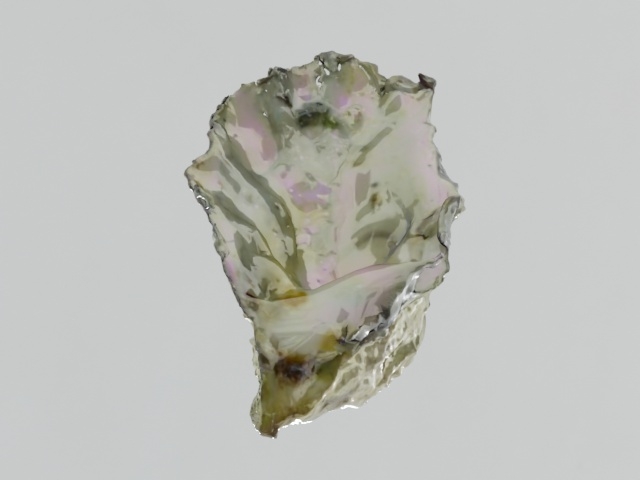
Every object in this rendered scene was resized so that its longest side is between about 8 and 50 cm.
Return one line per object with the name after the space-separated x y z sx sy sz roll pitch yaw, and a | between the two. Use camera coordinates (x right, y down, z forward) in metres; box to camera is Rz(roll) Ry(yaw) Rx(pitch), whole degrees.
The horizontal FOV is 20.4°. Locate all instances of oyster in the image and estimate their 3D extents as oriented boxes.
0.007 -0.004 0.830 0.132 0.209 0.072 -9 -43 -14 | oyster
